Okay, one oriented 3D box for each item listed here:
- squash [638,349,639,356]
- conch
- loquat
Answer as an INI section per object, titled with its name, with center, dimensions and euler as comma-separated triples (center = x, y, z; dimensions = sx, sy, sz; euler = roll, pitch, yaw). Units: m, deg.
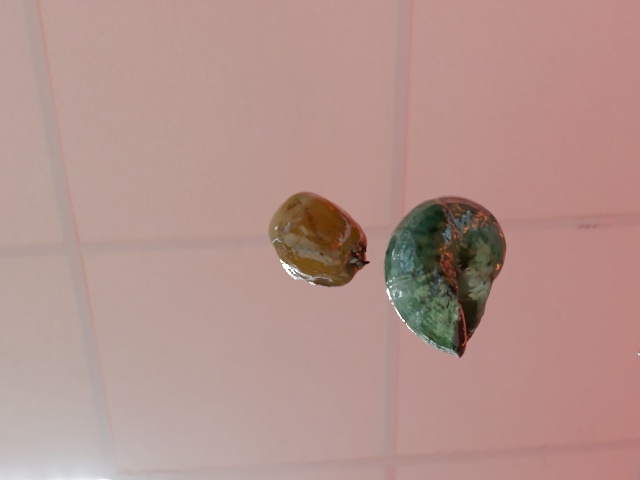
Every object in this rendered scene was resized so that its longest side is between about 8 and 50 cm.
[squash]
center = 0.604, 0.080, 1.521
dimensions = 0.137, 0.137, 0.287
euler = 31, -92, -23
[conch]
center = 0.153, 0.036, 1.238
dimensions = 0.122, 0.188, 0.176
euler = -17, -76, 44
[loquat]
center = 0.000, 0.000, 1.291
dimensions = 0.113, 0.137, 0.137
euler = -46, -56, -21
